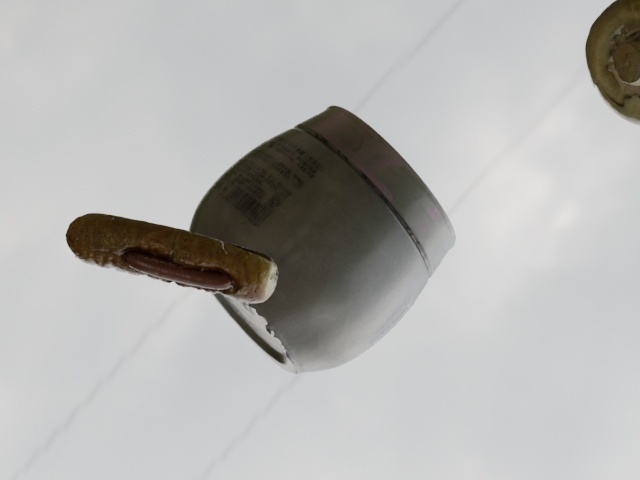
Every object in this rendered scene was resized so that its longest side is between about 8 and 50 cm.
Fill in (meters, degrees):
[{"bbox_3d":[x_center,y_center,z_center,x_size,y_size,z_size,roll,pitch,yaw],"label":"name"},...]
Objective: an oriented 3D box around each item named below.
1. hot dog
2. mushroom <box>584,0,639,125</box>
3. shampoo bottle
[{"bbox_3d":[-0.148,0.018,1.761,0.047,0.216,0.066,-69,172,-51],"label":"hot dog"},{"bbox_3d":[0.364,-0.196,1.967,0.154,0.154,0.122,-22,180,37],"label":"mushroom"},{"bbox_3d":[0.000,0.000,2.134,0.266,0.273,0.273,-40,-148,-9],"label":"shampoo bottle"}]
